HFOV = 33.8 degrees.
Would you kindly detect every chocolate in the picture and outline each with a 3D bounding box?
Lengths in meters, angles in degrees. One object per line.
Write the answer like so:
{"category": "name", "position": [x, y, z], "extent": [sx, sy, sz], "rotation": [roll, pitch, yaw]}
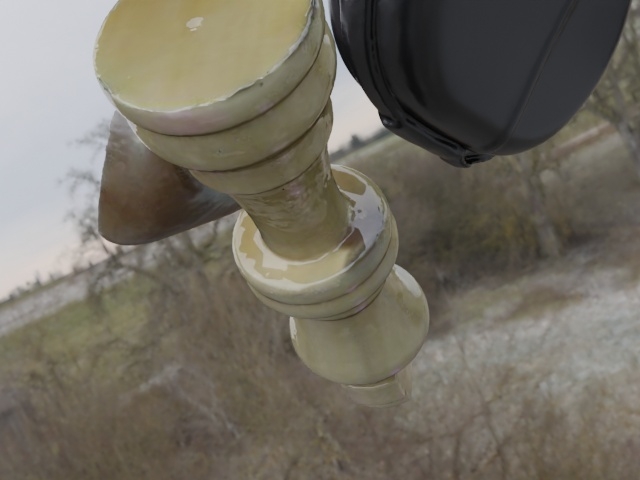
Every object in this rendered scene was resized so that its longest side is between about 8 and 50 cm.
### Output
{"category": "chocolate", "position": [-0.078, -0.083, 0.923], "extent": [0.254, 0.080, 0.157], "rotation": [-30, -41, -54]}

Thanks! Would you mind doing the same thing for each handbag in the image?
{"category": "handbag", "position": [0.128, -0.183, 0.766], "extent": [0.093, 0.254, 0.308], "rotation": [26, 4, 37]}

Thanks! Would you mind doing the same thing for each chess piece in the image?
{"category": "chess piece", "position": [0.000, 0.000, 0.660], "extent": [0.117, 0.117, 0.397], "rotation": [-27, -38, 2]}
